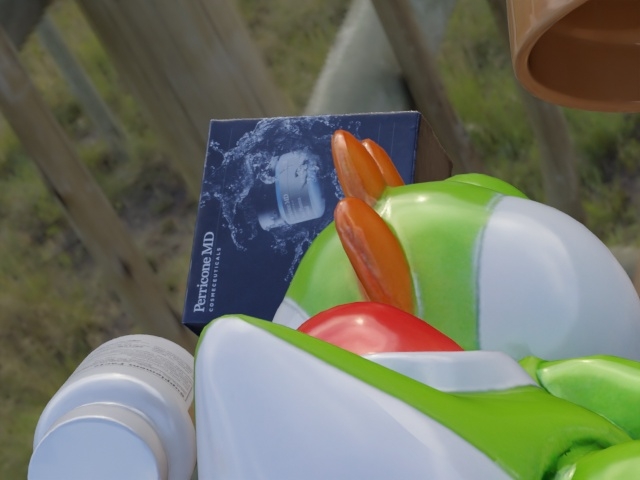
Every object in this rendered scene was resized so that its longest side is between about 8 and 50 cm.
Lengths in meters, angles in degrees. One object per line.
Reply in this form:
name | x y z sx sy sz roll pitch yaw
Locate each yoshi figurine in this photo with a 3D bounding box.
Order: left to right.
yoshi figurine | 0.063 0.101 0.416 0.204 0.203 0.362 9 23 -1

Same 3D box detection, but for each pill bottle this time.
pill bottle | -0.163 0.162 1.253 0.131 0.131 0.229 -24 7 6

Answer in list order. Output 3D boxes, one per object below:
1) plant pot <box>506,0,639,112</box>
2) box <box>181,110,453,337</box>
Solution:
plant pot | 0.252 -0.227 0.978 0.291 0.291 0.203 -13 75 19
box | 0.000 0.000 1.067 0.158 0.093 0.156 -1 69 19
